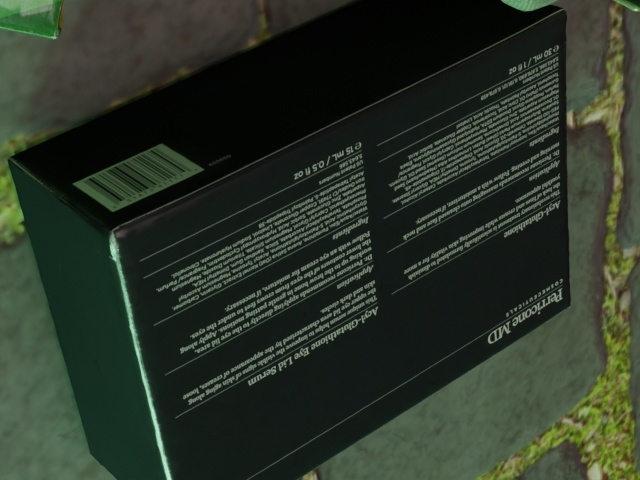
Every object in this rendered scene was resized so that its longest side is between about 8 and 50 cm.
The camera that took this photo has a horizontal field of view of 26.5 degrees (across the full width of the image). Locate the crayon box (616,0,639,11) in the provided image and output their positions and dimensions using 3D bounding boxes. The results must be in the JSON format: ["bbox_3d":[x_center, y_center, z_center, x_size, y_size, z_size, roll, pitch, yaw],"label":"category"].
[{"bbox_3d":[0.166,-0.257,0.597,0.318,0.202,0.081,-43,143,-15],"label":"crayon box"}]

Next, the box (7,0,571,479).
[{"bbox_3d":[0.000,0.000,0.677,0.261,0.103,0.184,-28,126,-28],"label":"box"}]

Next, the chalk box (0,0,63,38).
[{"bbox_3d":[-0.175,-0.153,0.393,0.213,0.132,0.132,9,109,-24],"label":"chalk box"}]

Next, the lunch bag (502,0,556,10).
[{"bbox_3d":[0.106,-0.250,0.392,0.287,0.169,0.235,-49,166,-17],"label":"lunch bag"}]
